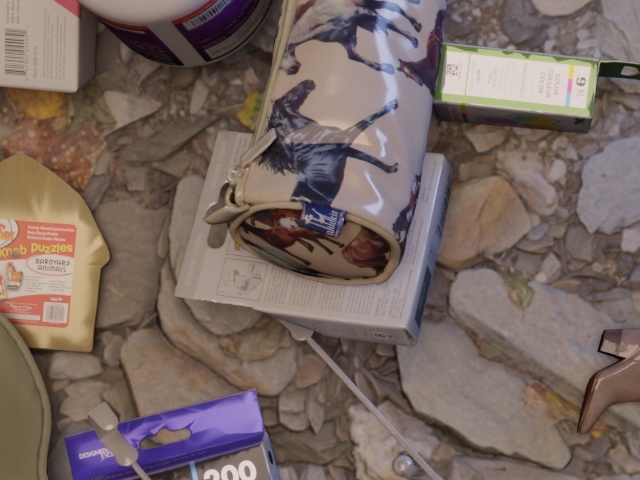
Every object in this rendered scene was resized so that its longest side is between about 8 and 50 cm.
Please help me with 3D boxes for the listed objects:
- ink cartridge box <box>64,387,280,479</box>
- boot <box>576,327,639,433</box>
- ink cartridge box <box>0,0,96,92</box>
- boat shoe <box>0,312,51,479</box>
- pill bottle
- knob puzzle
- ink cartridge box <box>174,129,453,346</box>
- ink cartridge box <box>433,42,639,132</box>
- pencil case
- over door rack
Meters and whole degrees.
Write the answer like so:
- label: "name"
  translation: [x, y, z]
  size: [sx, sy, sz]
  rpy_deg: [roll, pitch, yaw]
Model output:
- label: "ink cartridge box"
  translation: [-0.139, 0.269, 1.912]
  size: [0.206, 0.045, 0.208]
  rpy_deg: [-15, 82, 4]
- label: "boot"
  translation: [0.304, 0.141, 1.880]
  size: [0.087, 0.042, 0.118]
  rpy_deg: [16, 94, -1]
- label: "ink cartridge box"
  translation: [-0.336, -0.238, 1.932]
  size: [0.218, 0.092, 0.158]
  rpy_deg: [5, 105, 5]
- label: "boat shoe"
  translation: [-0.323, 0.233, 1.904]
  size: [0.127, 0.113, 0.340]
  rpy_deg: [-21, 92, -40]
- label: "pill bottle"
  translation: [-0.139, -0.265, 1.816]
  size: [0.182, 0.323, 0.181]
  rpy_deg: [0, 85, 6]
- label: "knob puzzle"
  translation: [-0.306, 0.010, 1.955]
  size: [0.213, 0.030, 0.213]
  rpy_deg: [0, 85, 2]
- label: "ink cartridge box"
  translation: [-0.003, -0.005, 1.869]
  size: [0.232, 0.066, 0.189]
  rpy_deg: [5, 66, 19]
- label: "ink cartridge box"
  translation: [0.216, -0.144, 1.877]
  size: [0.209, 0.109, 0.062]
  rpy_deg: [6, 86, 6]
- label: "pencil case"
  translation: [0.022, -0.174, 1.797]
  size: [0.183, 0.160, 0.410]
  rpy_deg: [24, 68, -35]
- label: "over door rack"
  translation: [-0.028, 0.232, 1.844]
  size: [0.239, 0.108, 0.324]
  rpy_deg: [-35, 75, -17]
